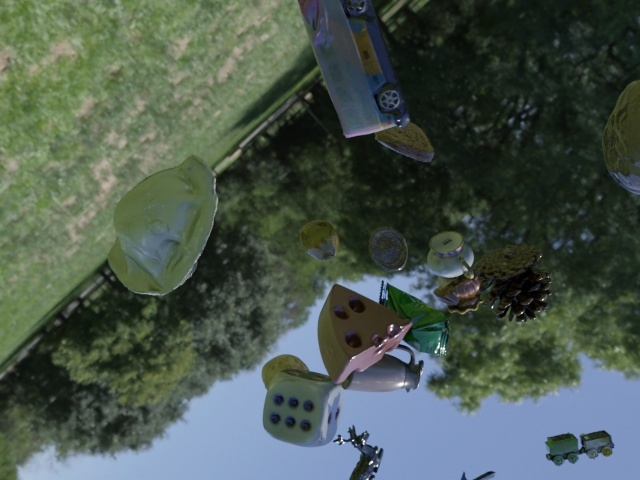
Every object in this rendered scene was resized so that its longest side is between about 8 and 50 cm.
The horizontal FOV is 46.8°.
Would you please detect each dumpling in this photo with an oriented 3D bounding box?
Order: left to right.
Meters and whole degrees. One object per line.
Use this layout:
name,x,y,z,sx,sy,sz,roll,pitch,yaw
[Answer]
dumpling,-0.385,-0.020,1.894,0.395,0.315,0.233,-45,148,15

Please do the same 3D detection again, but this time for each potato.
potato,-0.126,0.462,2.552,0.161,0.128,0.235,-44,-153,-1

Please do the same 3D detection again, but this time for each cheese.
cheese,0.075,0.230,1.650,0.177,0.203,0.128,-62,179,-42

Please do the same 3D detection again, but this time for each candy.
candy,0.222,0.196,1.803,0.078,0.203,0.141,-28,139,-47

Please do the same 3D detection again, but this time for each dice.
dice,-0.048,0.488,2.166,0.192,0.193,0.194,15,87,-72

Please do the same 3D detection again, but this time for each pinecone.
pinecone,0.615,0.144,2.353,0.264,0.264,0.264,-42,-173,6

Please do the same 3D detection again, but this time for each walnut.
walnut,0.656,-0.200,1.386,0.248,0.248,0.248,-42,-173,6

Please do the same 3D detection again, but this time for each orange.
orange,0.000,0.000,1.664,0.085,0.095,0.085,-37,162,-15

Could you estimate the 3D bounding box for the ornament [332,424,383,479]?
ornament,0.117,0.749,2.553,0.080,0.236,0.202,10,-125,39

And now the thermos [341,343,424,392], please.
thermos,0.160,0.314,1.833,0.105,0.193,0.137,-116,-143,-69

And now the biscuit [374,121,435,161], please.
biscuit,0.209,-0.329,2.263,0.277,0.262,0.052,-104,-147,-59

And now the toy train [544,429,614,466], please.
toy train,0.762,0.605,2.175,0.202,0.081,0.060,-11,-174,0

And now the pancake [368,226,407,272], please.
pancake,0.161,0.022,1.754,0.115,0.115,0.011,-46,-171,-26

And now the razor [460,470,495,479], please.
razor,0.485,0.730,2.258,0.190,0.033,0.066,8,102,-48

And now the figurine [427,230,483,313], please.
figurine,0.400,0.105,2.204,0.142,0.263,0.189,-27,-146,-11

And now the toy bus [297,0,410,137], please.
toy bus,0.073,-0.434,1.713,0.162,0.386,0.171,-18,-160,12
